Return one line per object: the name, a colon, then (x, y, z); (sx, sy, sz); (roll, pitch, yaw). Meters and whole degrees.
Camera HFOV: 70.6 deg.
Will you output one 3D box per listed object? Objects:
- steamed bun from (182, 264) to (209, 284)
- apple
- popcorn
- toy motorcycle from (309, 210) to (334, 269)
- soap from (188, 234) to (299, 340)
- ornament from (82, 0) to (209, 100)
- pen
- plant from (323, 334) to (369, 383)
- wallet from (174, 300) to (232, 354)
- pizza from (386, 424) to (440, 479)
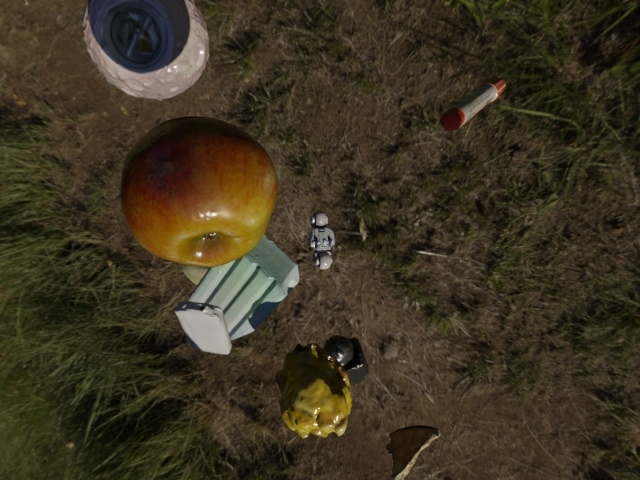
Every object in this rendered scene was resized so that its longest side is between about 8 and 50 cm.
steamed bun: (-0.484, 0.137, 1.972); (0.239, 0.170, 0.152); (13, 116, 39)
apple: (-0.151, -0.065, 0.553); (0.195, 0.160, 0.173); (-16, 57, 4)
popcorn: (-0.009, 0.370, 1.116); (0.191, 0.190, 0.253); (-48, 38, 33)
toy motorcycle: (0.000, 0.000, 1.937); (0.113, 0.112, 0.254); (-7, 80, 6)
soap: (-0.226, 0.147, 1.269); (0.208, 0.115, 0.347); (43, 125, 3)
ornament: (-0.368, -0.438, 0.979); (0.260, 0.225, 0.259); (-2, 114, -4)
pen: (0.211, -0.188, 0.607); (0.028, 0.239, 0.028); (17, 124, 27)
plant: (0.105, 0.484, 1.825); (0.165, 0.141, 0.256); (-29, 127, 14)
wallet: (-0.234, 0.180, 0.917); (0.095, 0.189, 0.033); (8, 52, 1)
pizza: (0.253, 0.616, 1.301); (0.185, 0.195, 0.052); (-28, 100, 39)
